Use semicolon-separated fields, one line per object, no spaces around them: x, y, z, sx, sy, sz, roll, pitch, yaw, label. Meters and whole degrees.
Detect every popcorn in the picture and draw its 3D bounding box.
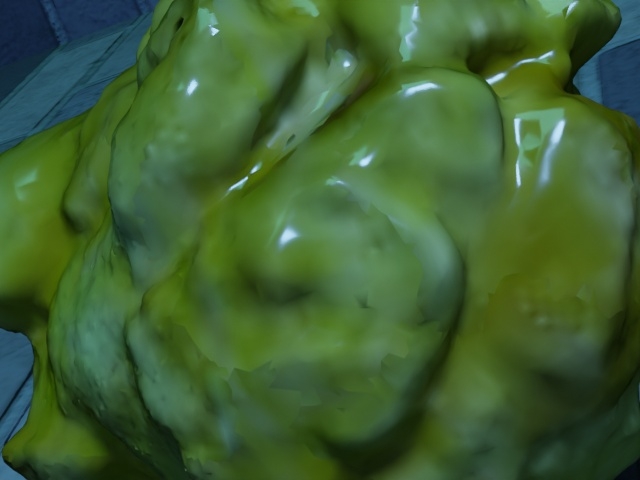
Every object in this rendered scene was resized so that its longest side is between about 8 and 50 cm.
0.000;0.000;0.615;0.252;0.215;0.286;-53;12;8;popcorn
